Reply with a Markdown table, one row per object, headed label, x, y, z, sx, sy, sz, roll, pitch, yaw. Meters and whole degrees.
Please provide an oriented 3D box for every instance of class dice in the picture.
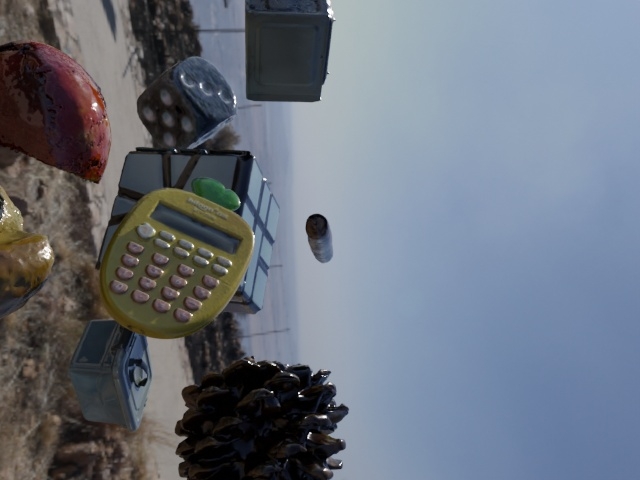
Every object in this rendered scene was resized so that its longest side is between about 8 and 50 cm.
| label | x | y | z | sx | sy | sz | roll | pitch | yaw |
| --- | --- | --- | --- | --- | --- | --- | --- | --- | --- |
| dice | -0.335 | -0.339 | 1.485 | 0.183 | 0.181 | 0.182 | 53 | 37 | -12 |

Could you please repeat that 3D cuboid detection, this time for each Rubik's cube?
| label | x | y | z | sx | sy | sz | roll | pitch | yaw |
| --- | --- | --- | --- | --- | --- | --- | --- | --- | --- |
| Rubik's cube | -0.267 | -0.016 | 1.274 | 0.283 | 0.288 | 0.293 | 64 | 30 | -68 |

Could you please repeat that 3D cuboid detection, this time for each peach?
| label | x | y | z | sx | sy | sz | roll | pitch | yaw |
| --- | --- | --- | --- | --- | --- | --- | --- | --- | --- |
| peach | -0.296 | -0.134 | 0.613 | 0.172 | 0.127 | 0.092 | 52 | 3 | 17 |

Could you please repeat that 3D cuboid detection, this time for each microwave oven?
| label | x | y | z | sx | sy | sz | roll | pitch | yaw |
| --- | --- | --- | --- | --- | --- | --- | --- | --- | --- |
| microwave oven | -0.071 | -0.469 | 1.247 | 0.237 | 0.181 | 0.295 | 100 | -13 | -51 |

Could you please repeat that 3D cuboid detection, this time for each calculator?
| label | x | y | z | sx | sy | sz | roll | pitch | yaw |
| --- | --- | --- | --- | --- | --- | --- | --- | --- | --- |
| calculator | -0.152 | 0.010 | 0.652 | 0.235 | 0.146 | 0.032 | -70 | -174 | -47 |

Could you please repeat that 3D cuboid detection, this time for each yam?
| label | x | y | z | sx | sy | sz | roll | pitch | yaw |
| --- | --- | --- | --- | --- | --- | --- | --- | --- | --- |
| yam | 0.000 | 0.000 | 1.067 | 0.264 | 0.046 | 0.046 | 74 | 13 | -78 |

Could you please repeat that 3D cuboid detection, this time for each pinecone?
| label | x | y | z | sx | sy | sz | roll | pitch | yaw |
| --- | --- | --- | --- | --- | --- | --- | --- | --- | --- |
| pinecone | -0.076 | 0.283 | 0.799 | 0.243 | 0.244 | 0.257 | 103 | -23 | -84 |

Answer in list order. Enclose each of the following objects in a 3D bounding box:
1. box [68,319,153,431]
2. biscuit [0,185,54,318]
| label | x | y | z | sx | sy | sz | roll | pitch | yaw |
| --- | --- | --- | --- | --- | --- | --- | --- | --- | --- |
| box | -0.420 | 0.272 | 1.212 | 0.162 | 0.130 | 0.227 | -88 | -178 | -51 |
| biscuit | -0.405 | -0.014 | 0.560 | 0.213 | 0.274 | 0.091 | -22 | 140 | -54 |
